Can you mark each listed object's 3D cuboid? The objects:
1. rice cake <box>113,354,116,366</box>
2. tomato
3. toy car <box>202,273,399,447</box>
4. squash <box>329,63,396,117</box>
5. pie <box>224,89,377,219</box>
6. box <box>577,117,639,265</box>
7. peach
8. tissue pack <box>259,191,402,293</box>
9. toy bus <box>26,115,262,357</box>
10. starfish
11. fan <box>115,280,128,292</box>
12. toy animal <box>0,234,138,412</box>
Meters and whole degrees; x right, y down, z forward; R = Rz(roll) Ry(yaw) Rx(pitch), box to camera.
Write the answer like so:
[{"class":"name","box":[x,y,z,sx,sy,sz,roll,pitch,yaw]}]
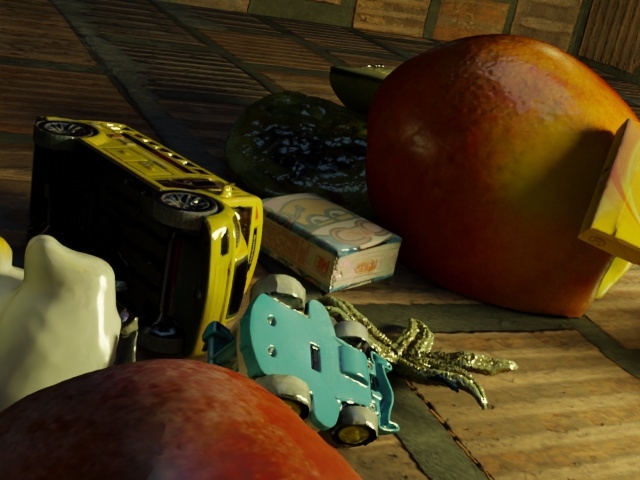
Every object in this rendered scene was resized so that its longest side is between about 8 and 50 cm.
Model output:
[{"class":"rice cake","box":[-0.286,0.081,0.715,0.211,0.038,0.124,-3,23,-32]},{"class":"tomato","box":[-0.067,0.165,0.393,0.232,0.232,0.188,23,2,26]},{"class":"toy car","box":[-0.019,0.116,0.736,0.161,0.098,0.126,31,38,-34]},{"class":"squash","box":[0.143,-0.218,1.397,0.169,0.093,0.252,-6,20,-31]},{"class":"pie","box":[0.006,-0.133,1.314,0.323,0.071,0.323,8,34,-6]},{"class":"box","box":[0.427,-0.013,0.949,0.269,0.043,0.152,25,67,2]},{"class":"peach","box":[0.221,-0.099,1.107,0.380,0.306,0.242,30,20,28]},{"class":"tissue pack","box":[0.000,0.000,1.041,0.115,0.065,0.155,-12,33,-43]},{"class":"toy bus","box":[-0.171,-0.020,0.886,0.151,0.145,0.331,-7,28,-44]},{"class":"starfish","box":[0.085,0.099,0.857,0.208,0.053,0.176,26,14,11]},{"class":"fan","box":[-0.279,0.042,0.750,0.226,0.008,0.152,-1,9,-8]},{"class":"toy animal","box":[-0.273,0.062,0.522,0.309,0.247,0.183,13,18,-16]}]
